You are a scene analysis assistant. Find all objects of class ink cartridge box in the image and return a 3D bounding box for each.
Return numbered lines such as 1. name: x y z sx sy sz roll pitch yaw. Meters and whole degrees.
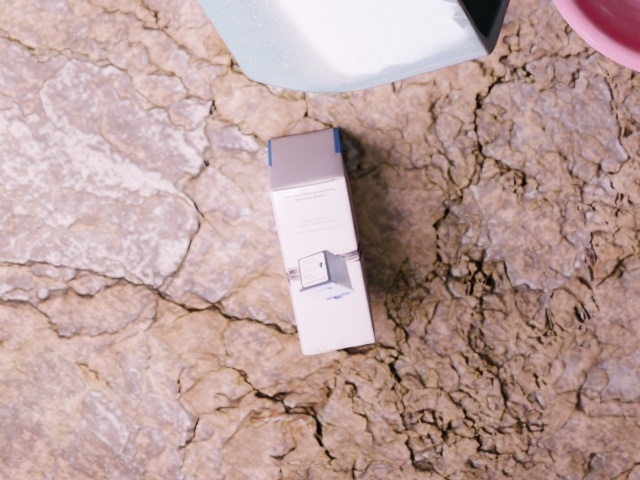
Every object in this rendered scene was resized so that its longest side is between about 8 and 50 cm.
1. ink cartridge box: 0.000 0.000 1.974 0.082 0.139 0.190 -12 115 3

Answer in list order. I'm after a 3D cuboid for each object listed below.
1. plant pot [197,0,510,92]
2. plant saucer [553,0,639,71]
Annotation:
1. plant pot: 0.013 -0.281 1.795 0.252 0.248 0.247 -21 115 27
2. plant saucer: 0.368 -0.321 1.857 0.332 0.084 0.332 0 114 0
